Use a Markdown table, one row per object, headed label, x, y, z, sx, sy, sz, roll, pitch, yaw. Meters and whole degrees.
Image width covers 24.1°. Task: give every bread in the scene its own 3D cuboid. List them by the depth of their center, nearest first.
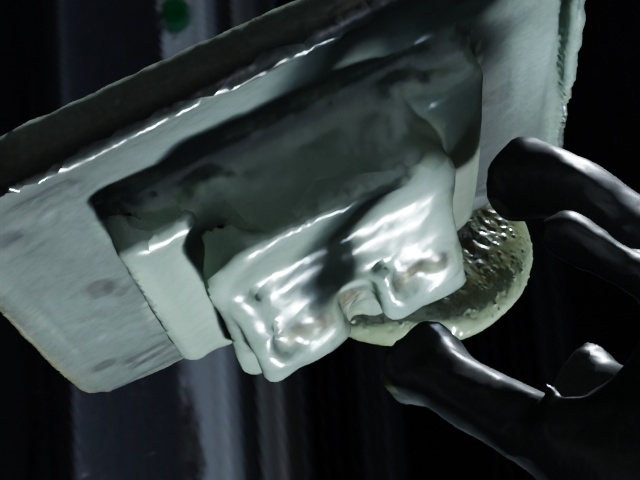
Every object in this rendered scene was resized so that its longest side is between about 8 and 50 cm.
| label | x | y | z | sx | sy | sz | roll | pitch | yaw |
| --- | --- | --- | --- | --- | --- | --- | --- | --- | --- |
| bread | 0.066 | 0.010 | 0.910 | 0.193 | 0.036 | 0.112 | -27 | -122 | -35 |

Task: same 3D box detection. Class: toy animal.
| label | x | y | z | sx | sy | sz | roll | pitch | yaw |
| --- | --- | --- | --- | --- | --- | --- | --- | --- | --- |
| toy animal | 0.104 | 0.082 | 0.417 | 0.082 | 0.137 | 0.269 | -49 | -42 | -18 |

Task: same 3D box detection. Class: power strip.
| label | x | y | z | sx | sy | sz | roll | pitch | yaw |
| --- | --- | --- | --- | --- | --- | --- | --- | --- | --- |
| power strip | 0.000 | 0.000 | 0.471 | 0.198 | 0.213 | 0.065 | -28 | -109 | -2 |
